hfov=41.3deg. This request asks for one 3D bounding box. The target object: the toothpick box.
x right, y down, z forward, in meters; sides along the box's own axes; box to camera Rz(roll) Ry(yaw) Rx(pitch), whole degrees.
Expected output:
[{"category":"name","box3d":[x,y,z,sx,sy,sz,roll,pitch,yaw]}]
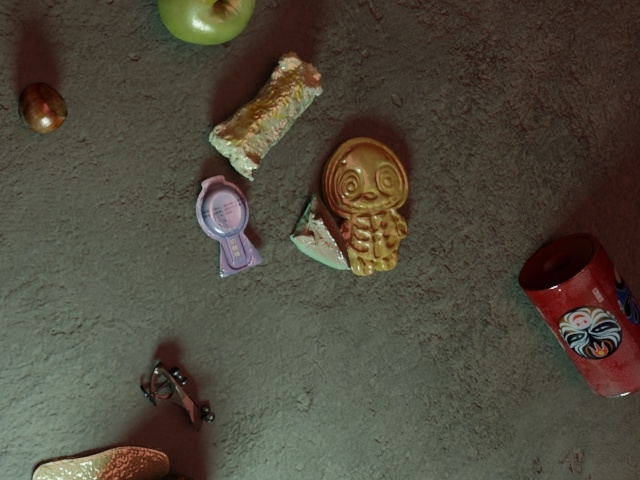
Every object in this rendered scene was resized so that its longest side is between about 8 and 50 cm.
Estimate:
[{"category":"toothpick box","box3d":[0.624,0.172,1.940,0.204,0.204,0.333,-43,109,-19]}]

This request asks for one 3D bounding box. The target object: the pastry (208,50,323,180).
[{"category":"pastry","box3d":[-0.104,-0.248,1.643,0.121,0.089,0.258,42,73,-17]}]

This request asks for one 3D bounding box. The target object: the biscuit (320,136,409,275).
[{"category":"biscuit","box3d":[0.098,-0.071,1.771,0.202,0.044,0.289,-5,91,-26]}]

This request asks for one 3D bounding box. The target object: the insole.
[{"category":"insole","box3d":[-0.398,0.422,1.552,0.247,0.011,0.081,-3,92,-25]}]

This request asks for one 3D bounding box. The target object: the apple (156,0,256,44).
[{"category":"apple","box3d":[-0.208,-0.445,1.532,0.200,0.200,0.200,0,91,-26]}]

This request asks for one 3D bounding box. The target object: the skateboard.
[{"category":"skateboard","box3d":[-0.271,0.297,1.592,0.080,0.067,0.151,-38,101,-10]}]

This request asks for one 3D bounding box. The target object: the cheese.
[{"category":"cheese","box3d":[-0.180,-0.031,1.634,0.105,0.042,0.191,-20,100,-23]}]

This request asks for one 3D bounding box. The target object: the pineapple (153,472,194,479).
[{"category":"pineapple","box3d":[-0.342,0.561,1.493,0.362,0.202,0.202,-26,102,-12]}]

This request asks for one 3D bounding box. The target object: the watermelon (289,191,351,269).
[{"category":"watermelon","box3d":[0.003,0.000,1.703,0.101,0.080,0.155,-37,115,10]}]

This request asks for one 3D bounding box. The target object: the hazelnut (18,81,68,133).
[{"category":"hazelnut","box3d":[-0.482,-0.227,1.471,0.086,0.086,0.086,0,91,-26]}]
